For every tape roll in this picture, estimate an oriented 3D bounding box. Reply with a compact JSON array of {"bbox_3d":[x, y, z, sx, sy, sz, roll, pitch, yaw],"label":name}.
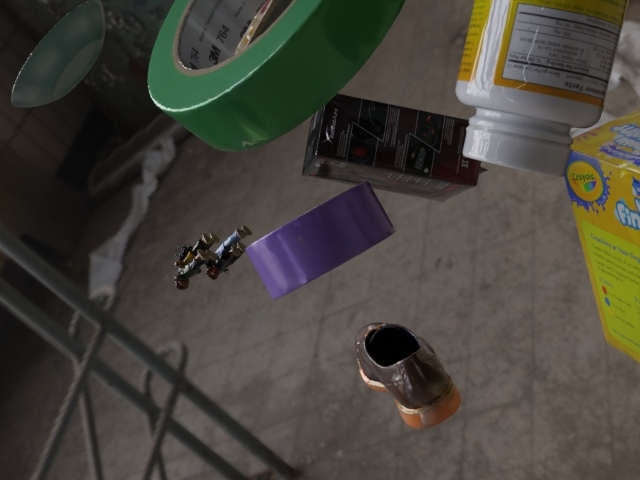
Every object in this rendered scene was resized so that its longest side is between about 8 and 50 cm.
[{"bbox_3d":[0.000,0.000,1.293,0.189,0.080,0.189,-29,-1,-1],"label":"tape roll"},{"bbox_3d":[-0.044,-0.243,0.991,0.321,0.077,0.321,-31,40,30],"label":"tape roll"}]

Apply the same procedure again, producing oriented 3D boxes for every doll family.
[{"bbox_3d":[-0.196,0.033,1.723,0.111,0.193,0.076,-48,65,32],"label":"doll family"}]

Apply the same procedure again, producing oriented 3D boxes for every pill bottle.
[{"bbox_3d":[0.175,-0.163,0.766,0.117,0.117,0.215,27,108,61],"label":"pill bottle"}]

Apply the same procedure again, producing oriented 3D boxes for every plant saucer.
[{"bbox_3d":[-0.360,-0.255,1.388,0.195,0.037,0.195,-51,2,3],"label":"plant saucer"}]

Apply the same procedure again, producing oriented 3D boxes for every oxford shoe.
[{"bbox_3d":[0.127,0.184,1.643,0.130,0.132,0.364,-31,17,-8],"label":"oxford shoe"}]

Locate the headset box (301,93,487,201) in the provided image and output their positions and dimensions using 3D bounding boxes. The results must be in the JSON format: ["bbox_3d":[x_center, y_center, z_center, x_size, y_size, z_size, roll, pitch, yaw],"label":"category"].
[{"bbox_3d":[0.129,-0.147,1.620,0.218,0.293,0.110,151,129,-81],"label":"headset box"}]

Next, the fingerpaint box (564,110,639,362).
[{"bbox_3d":[0.553,0.037,1.389,0.163,0.371,0.445,-23,19,-9],"label":"fingerpaint box"}]

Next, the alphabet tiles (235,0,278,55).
[{"bbox_3d":[-0.142,-0.373,1.702,0.285,0.011,0.342,-58,20,9],"label":"alphabet tiles"}]
